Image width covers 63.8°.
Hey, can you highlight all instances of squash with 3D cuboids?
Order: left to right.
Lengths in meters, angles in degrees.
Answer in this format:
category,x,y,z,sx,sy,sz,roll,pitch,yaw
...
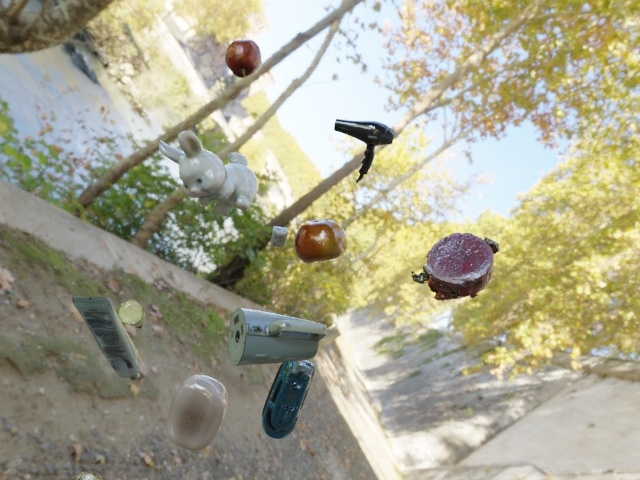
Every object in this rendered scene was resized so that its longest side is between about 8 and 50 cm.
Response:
category,x,y,z,sx,sy,sz,roll,pitch,yaw
squash,-0.716,0.302,1.986,0.094,0.094,0.224,59,-19,14

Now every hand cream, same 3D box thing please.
category,x,y,z,sx,sy,sz,roll,pitch,yaw
hand cream,-0.599,0.286,1.493,0.078,0.124,0.341,-70,156,-51

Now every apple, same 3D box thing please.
category,x,y,z,sx,sy,sz,roll,pitch,yaw
apple,0.000,0.000,2.055,0.234,0.210,0.173,-10,-92,47

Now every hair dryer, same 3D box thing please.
category,x,y,z,sx,sy,sz,roll,pitch,yaw
hair dryer,0.148,-0.332,1.969,0.091,0.235,0.272,-68,170,-59

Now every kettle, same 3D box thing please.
category,x,y,z,sx,sy,sz,roll,pitch,yaw
kettle,-0.119,0.269,1.470,0.211,0.243,0.160,-50,-139,49

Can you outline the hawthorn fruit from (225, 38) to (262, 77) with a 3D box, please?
category,x,y,z,sx,sy,sz,roll,pitch,yaw
hawthorn fruit,-0.257,-0.596,1.688,0.125,0.125,0.140,60,41,-21

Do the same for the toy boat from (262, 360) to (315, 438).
category,x,y,z,sx,sy,sz,roll,pitch,yaw
toy boat,-0.116,0.573,1.849,0.134,0.299,0.092,21,-5,-11

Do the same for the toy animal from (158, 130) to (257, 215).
category,x,y,z,sx,sy,sz,roll,pitch,yaw
toy animal,-0.405,-0.259,1.878,0.367,0.196,0.242,27,59,-42

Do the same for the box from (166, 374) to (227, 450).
category,x,y,z,sx,sy,sz,roll,pitch,yaw
box,-0.331,0.462,1.383,0.145,0.201,0.088,21,3,4

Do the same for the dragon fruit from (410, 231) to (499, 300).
category,x,y,z,sx,sy,sz,roll,pitch,yaw
dragon fruit,0.430,0.090,1.625,0.147,0.282,0.211,58,9,-50

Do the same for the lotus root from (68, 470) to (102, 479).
category,x,y,z,sx,sy,sz,roll,pitch,yaw
lotus root,-0.583,0.613,1.255,0.179,0.080,0.089,104,0,-64

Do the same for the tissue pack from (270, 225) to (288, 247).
category,x,y,z,sx,sy,sz,roll,pitch,yaw
tissue pack,-0.168,-0.014,2.090,0.042,0.062,0.083,-96,-164,-51
